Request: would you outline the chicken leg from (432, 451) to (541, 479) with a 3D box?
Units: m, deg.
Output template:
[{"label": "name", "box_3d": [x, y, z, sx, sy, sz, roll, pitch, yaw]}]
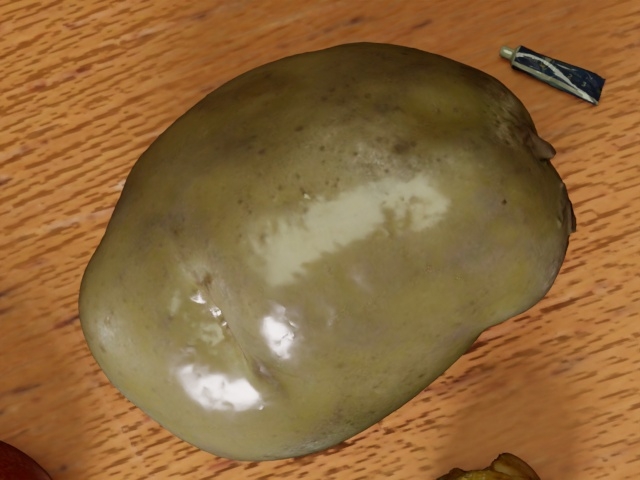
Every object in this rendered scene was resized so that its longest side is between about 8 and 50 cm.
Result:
[{"label": "chicken leg", "box_3d": [0.101, 0.267, 1.021, 0.107, 0.087, 0.251, 4, 83, 20]}]

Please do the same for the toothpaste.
[{"label": "toothpaste", "box_3d": [0.174, -0.127, 1.142, 0.083, 0.019, 0.027, 24, 63, 8]}]

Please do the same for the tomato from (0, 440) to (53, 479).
[{"label": "tomato", "box_3d": [-0.256, 0.209, 1.046, 0.167, 0.167, 0.167, -2, 76, 7]}]

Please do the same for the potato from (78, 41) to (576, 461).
[{"label": "potato", "box_3d": [0.000, 0.000, 1.028, 0.326, 0.221, 0.243, -38, 64, 8]}]
